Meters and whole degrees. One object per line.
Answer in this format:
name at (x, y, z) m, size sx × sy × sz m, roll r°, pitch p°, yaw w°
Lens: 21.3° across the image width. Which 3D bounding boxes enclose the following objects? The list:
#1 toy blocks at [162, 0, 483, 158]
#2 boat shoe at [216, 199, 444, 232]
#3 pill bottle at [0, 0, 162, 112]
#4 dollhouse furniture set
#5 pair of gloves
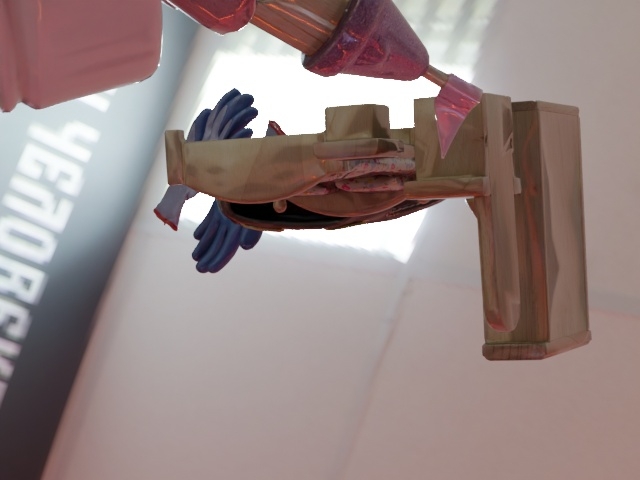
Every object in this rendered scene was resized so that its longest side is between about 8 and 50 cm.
toy blocks at (0.004, -0.222, 0.753) m, size 0.289 × 0.260 × 0.309 m, roll -64°, pitch -161°, yaw 2°
boat shoe at (0.022, -0.046, 1.492) m, size 0.069 × 0.227 × 0.081 m, roll -106°, pitch -171°, yaw -72°
pill bottle at (-0.197, -0.080, 0.475) m, size 0.160 × 0.283 × 0.160 m, roll 166°, pitch -90°, yaw -77°
dollhouse furniture set at (0.000, 0.000, 1.222) m, size 0.355 × 0.303 × 0.174 m, roll -3°, pitch -90°, yaw 24°
pair of gloves at (-0.091, -0.057, 1.621) m, size 0.159 × 0.023 × 0.198 m, roll -59°, pitch -145°, yaw 9°
